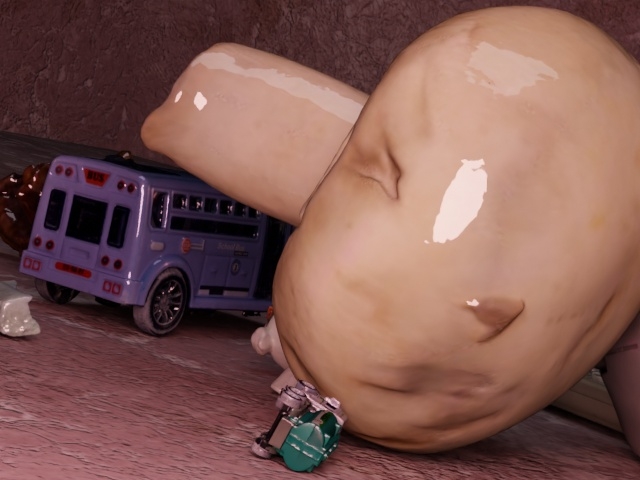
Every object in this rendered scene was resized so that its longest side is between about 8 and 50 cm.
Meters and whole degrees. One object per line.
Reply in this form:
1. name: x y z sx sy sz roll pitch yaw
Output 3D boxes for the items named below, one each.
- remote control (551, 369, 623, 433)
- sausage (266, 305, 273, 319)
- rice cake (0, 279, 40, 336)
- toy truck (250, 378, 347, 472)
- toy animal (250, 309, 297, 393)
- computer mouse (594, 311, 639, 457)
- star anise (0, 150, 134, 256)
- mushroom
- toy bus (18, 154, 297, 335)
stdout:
1. remote control: 0.258 0.140 1.460 0.078 0.042 0.221 11 5 -37
2. sausage: 0.105 0.089 1.574 0.348 0.053 0.053 11 5 -31
3. rice cake: -0.248 0.037 1.304 0.042 0.030 0.180 -5 13 -31
4. toy truck: -0.009 0.110 1.047 0.044 0.039 0.083 31 8 8
5. toy animal: -0.001 0.074 1.315 0.085 0.071 0.124 13 4 -18
6. computer mouse: 0.268 0.071 1.255 0.121 0.184 0.297 -8 -2 -29
7. star anise: -0.207 -0.025 1.676 0.220 0.126 0.190 17 9 15
8. mushroom: 0.055 -0.037 1.178 0.336 0.314 0.314 29 9 19
9. toy bus: -0.109 0.003 1.505 0.125 0.133 0.292 15 5 31
